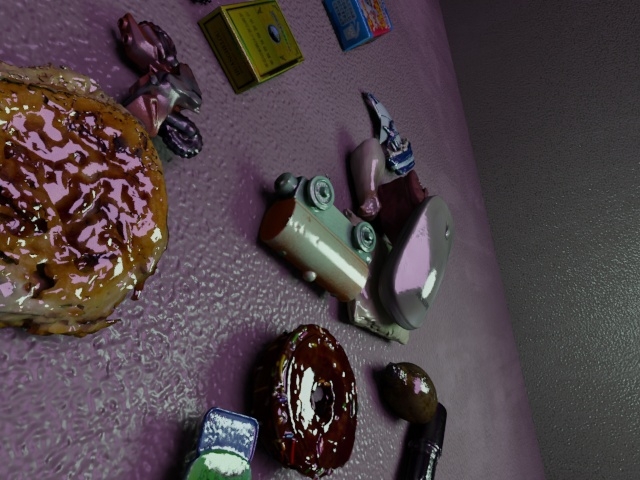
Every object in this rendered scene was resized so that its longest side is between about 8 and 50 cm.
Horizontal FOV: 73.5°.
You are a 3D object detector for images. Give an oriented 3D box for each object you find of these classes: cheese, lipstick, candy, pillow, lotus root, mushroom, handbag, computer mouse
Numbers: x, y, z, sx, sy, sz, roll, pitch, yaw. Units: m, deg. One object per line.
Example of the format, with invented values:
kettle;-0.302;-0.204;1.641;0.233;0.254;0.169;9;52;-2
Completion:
cheese;-0.134;0.361;0.477;0.204;0.083;0.321;39;48;-41
lipstick;0.245;0.508;1.016;0.081;0.081;0.300;65;32;-16
candy;0.130;-0.712;1.360;0.157;0.100;0.306;63;32;-17
pillow;0.144;0.094;1.045;0.280;0.076;0.274;35;47;-47
lotus root;0.210;0.352;1.004;0.209;0.120;0.120;56;36;-31
mushroom;0.128;-0.162;1.120;0.116;0.093;0.225;64;21;-58
handbag;0.239;-0.085;1.185;0.146;0.135;0.225;55;23;-29
computer mouse;0.243;0.050;0.995;0.197;0.095;0.331;48;61;-39

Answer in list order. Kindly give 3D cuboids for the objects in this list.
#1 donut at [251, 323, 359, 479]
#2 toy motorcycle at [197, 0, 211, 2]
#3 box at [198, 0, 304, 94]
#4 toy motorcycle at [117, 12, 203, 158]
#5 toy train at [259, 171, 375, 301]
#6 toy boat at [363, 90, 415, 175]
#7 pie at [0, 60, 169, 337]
donut;-0.025;0.255;0.692;0.235;0.089;0.235;32;51;-49
toy motorcycle;-0.212;-0.500;0.762;0.100;0.058;0.173;32;52;-41
box;-0.125;-0.390;0.847;0.141;0.064;0.220;62;32;-19
toy motorcycle;-0.229;-0.216;0.586;0.118;0.084;0.213;-3;72;-57
toy train;0.000;0.000;0.831;0.285;0.116;0.177;42;55;-38
toy boat;0.215;-0.332;1.364;0.291;0.070;0.210;46;36;-33
pie;-0.279;-0.046;0.426;0.308;0.085;0.308;28;55;-50
